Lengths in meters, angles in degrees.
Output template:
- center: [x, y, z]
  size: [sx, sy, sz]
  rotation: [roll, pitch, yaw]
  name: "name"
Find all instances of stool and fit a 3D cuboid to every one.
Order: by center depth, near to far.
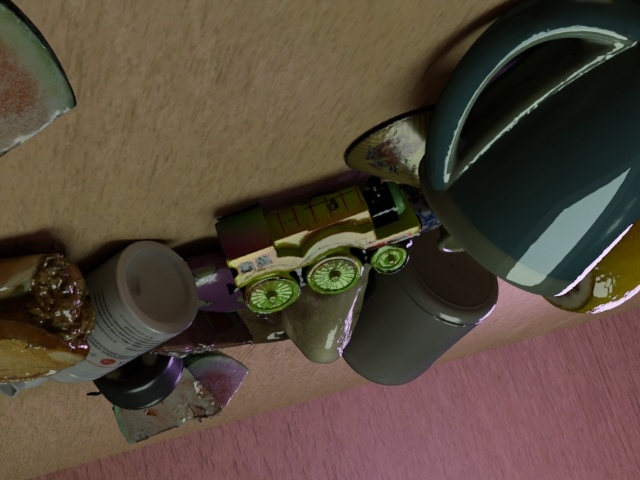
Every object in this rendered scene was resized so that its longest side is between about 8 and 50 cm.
- center: [-0.310, 0.174, 1.916]
  size: [0.153, 0.228, 0.139]
  rotation: [19, 152, 21]
  name: "stool"

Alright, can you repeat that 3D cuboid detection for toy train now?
- center: [0.000, 0.000, 1.596]
  size: [0.296, 0.100, 0.160]
  rotation: [-19, 137, -3]
  name: "toy train"

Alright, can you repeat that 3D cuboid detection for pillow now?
- center: [-0.221, 0.134, 1.843]
  size: [0.248, 0.135, 0.049]
  rotation: [-2, 134, -49]
  name: "pillow"

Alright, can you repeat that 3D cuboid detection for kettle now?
- center: [0.282, -0.141, 1.302]
  size: [0.319, 0.247, 0.342]
  rotation: [16, 129, -32]
  name: "kettle"

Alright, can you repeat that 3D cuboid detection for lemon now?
- center: [0.503, 0.007, 2.066]
  size: [0.219, 0.240, 0.240]
  rotation: [-24, 169, -27]
  name: "lemon"

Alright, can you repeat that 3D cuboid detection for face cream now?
- center: [-0.351, 0.133, 1.670]
  size: [0.369, 0.145, 0.145]
  rotation: [-28, 163, 37]
  name: "face cream"

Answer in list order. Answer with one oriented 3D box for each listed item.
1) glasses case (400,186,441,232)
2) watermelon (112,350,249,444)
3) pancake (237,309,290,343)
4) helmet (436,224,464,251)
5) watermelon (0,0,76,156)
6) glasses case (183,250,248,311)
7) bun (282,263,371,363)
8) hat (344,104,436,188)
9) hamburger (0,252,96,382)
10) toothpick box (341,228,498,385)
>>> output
- center: [0.113, -0.040, 1.735]
  size: [0.248, 0.065, 0.087]
  rotation: [-11, 158, -20]
  name: "glasses case"
- center: [-0.303, 0.306, 2.279]
  size: [0.224, 0.180, 0.305]
  rotation: [17, 147, -41]
  name: "watermelon"
- center: [-0.101, 0.131, 2.083]
  size: [0.294, 0.049, 0.294]
  rotation: [-10, 157, -4]
  name: "pancake"
- center: [0.277, -0.083, 1.633]
  size: [0.257, 0.137, 0.204]
  rotation: [-18, 167, 26]
  name: "helmet"
- center: [-0.340, -0.134, 0.757]
  size: [0.322, 0.188, 0.175]
  rotation: [-6, 117, -20]
  name: "watermelon"
- center: [-0.145, 0.066, 1.791]
  size: [0.123, 0.076, 0.316]
  rotation: [-24, 167, 17]
  name: "glasses case"
- center: [0.007, 0.081, 1.823]
  size: [0.133, 0.231, 0.231]
  rotation: [18, 168, 8]
  name: "bun"
- center: [0.134, -0.105, 1.501]
  size: [0.193, 0.082, 0.193]
  rotation: [-18, 165, -5]
  name: "hat"
- center: [-0.421, 0.102, 1.475]
  size: [0.243, 0.146, 0.286]
  rotation: [4, 160, -42]
  name: "hamburger"
- center: [0.141, 0.128, 2.014]
  size: [0.229, 0.229, 0.316]
  rotation: [-6, 150, -38]
  name: "toothpick box"
